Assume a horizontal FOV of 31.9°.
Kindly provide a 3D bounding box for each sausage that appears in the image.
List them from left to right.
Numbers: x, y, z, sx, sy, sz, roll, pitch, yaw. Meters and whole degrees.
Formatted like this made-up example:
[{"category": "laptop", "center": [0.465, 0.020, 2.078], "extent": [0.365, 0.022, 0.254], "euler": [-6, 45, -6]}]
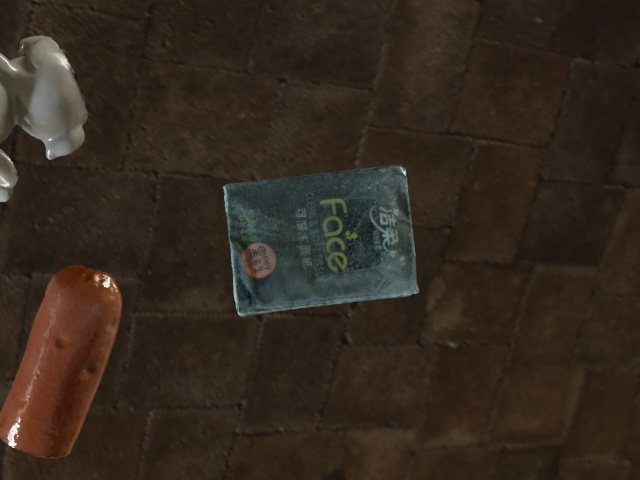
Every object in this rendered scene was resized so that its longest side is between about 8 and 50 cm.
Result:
[{"category": "sausage", "center": [-0.343, 0.158, 1.503], "extent": [0.113, 0.113, 0.259], "euler": [18, 97, -35]}]

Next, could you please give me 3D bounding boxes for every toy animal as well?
[{"category": "toy animal", "center": [-0.391, -0.157, 1.410], "extent": [0.193, 0.127, 0.178], "euler": [-35, 103, -18]}]

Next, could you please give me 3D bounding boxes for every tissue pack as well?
[{"category": "tissue pack", "center": [0.000, 0.000, 1.922], "extent": [0.316, 0.103, 0.228], "euler": [-7, 85, -3]}]
